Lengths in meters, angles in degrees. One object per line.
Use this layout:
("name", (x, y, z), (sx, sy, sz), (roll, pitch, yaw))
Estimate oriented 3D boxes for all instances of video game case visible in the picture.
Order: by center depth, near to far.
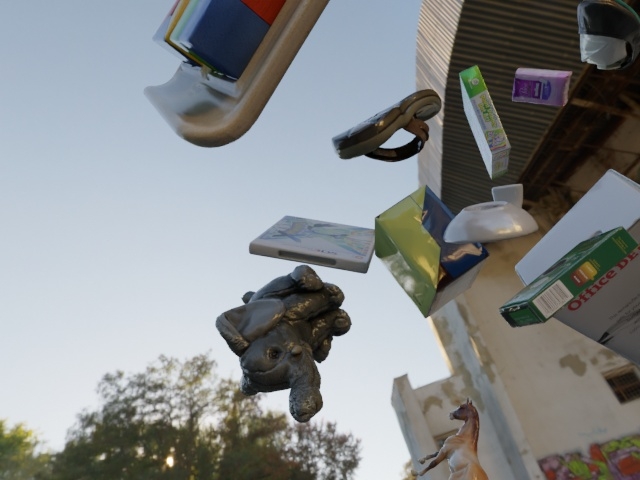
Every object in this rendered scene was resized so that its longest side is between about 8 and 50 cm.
("video game case", (0.000, 0.000, 1.251), (0.299, 0.329, 0.036), (9, -74, 9))

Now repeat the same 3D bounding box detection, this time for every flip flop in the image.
("flip flop", (0.106, -0.148, 0.643), (0.112, 0.277, 0.080), (-23, -79, 33))

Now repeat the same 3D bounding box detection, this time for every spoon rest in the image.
("spoon rest", (0.293, -0.031, 0.755), (0.137, 0.084, 0.276), (-6, 13, 33))

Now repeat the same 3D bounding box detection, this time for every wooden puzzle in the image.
("wooden puzzle", (-0.058, -0.266, 0.424), (0.080, 0.322, 0.348), (34, -86, -33))

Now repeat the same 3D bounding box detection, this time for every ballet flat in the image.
("ballet flat", (0.554, -0.378, 0.865), (0.280, 0.095, 0.096), (-6, -63, -43))

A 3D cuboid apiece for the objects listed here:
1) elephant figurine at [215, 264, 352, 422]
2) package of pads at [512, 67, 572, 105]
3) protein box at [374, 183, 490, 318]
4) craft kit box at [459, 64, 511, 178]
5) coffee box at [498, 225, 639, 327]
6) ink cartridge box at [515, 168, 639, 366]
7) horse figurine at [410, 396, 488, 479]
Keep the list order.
("elephant figurine", (-0.067, 0.145, 0.642), (0.169, 0.239, 0.186), (44, -55, 1))
("package of pads", (0.351, -0.245, 0.726), (0.032, 0.083, 0.050), (-38, -46, -33))
("protein box", (0.228, 0.030, 0.988), (0.136, 0.200, 0.201), (-33, -24, -8))
("craft kit box", (0.464, -0.322, 1.287), (0.060, 0.250, 0.246), (-19, -14, 14))
("coffee box", (0.362, 0.057, 0.675), (0.184, 0.040, 0.113), (-36, -12, -8))
("ink cartridge box", (0.664, 0.082, 0.942), (0.394, 0.166, 0.285), (28, -65, -15))
("horse figurine", (0.249, 0.437, 0.855), (0.174, 0.263, 0.066), (-41, -83, 18))
